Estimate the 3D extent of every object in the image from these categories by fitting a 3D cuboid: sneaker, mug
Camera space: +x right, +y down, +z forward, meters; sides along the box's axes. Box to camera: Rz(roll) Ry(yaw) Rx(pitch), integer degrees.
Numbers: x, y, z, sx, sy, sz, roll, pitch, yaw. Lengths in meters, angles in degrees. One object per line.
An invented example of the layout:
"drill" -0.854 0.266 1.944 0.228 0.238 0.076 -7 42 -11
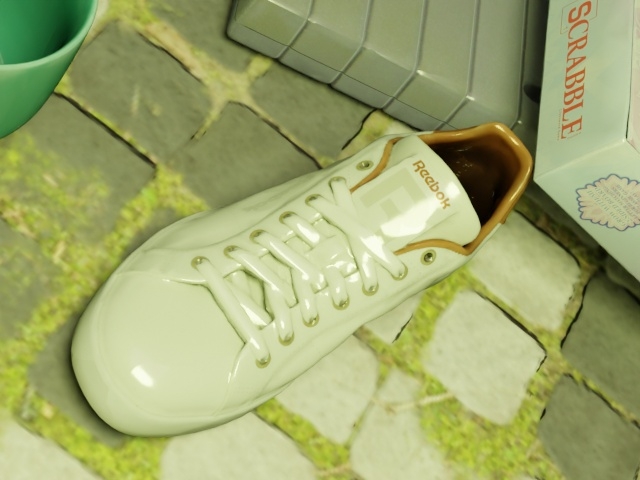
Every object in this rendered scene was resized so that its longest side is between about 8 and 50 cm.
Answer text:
"sneaker" 0.000 0.000 0.768 0.290 0.123 0.106 -30 81 -40
"mug" -0.177 -0.111 0.743 0.158 0.097 0.129 -7 64 -37

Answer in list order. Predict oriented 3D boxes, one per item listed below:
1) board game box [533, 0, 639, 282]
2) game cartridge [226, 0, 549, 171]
"board game box" 0.264 -0.078 0.962 0.318 0.066 0.318 40 44 -31
"game cartridge" 0.064 -0.227 1.004 0.230 0.068 0.355 21 51 -15
